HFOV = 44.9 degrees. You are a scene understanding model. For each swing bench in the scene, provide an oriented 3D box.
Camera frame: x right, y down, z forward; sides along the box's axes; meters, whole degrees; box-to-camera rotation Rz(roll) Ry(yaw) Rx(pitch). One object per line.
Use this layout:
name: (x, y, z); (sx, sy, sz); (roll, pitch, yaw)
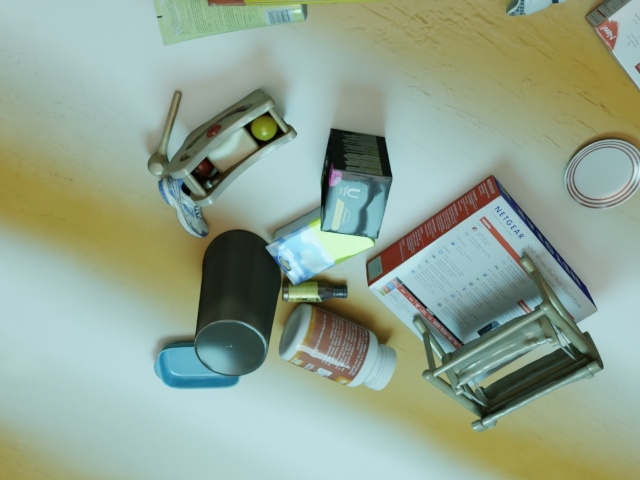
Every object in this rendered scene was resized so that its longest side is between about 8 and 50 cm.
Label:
swing bench: (0.346, 0.209, 1.407); (0.253, 0.165, 0.255); (-34, 117, 19)

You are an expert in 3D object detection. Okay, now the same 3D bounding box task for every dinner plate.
dinner plate: (0.506, -0.118, 1.386); (0.141, 0.017, 0.141); (0, 122, -1)

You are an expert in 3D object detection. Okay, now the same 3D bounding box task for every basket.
basket: (-0.153, 0.124, 1.416); (0.154, 0.227, 0.204); (-4, 121, 2)

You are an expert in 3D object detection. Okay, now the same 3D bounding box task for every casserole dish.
casserole dish: (-0.250, 0.255, 1.610); (0.188, 0.037, 0.114); (-2, 122, 2)

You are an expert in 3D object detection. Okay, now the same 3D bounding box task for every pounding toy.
pounding toy: (-0.189, -0.167, 1.276); (0.269, 0.154, 0.155); (-29, 118, 17)

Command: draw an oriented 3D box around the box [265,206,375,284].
box: (0.000, 0.000, 1.445); (0.178, 0.042, 0.109); (-27, 117, 16)

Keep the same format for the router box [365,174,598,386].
router box: (0.306, 0.090, 1.478); (0.301, 0.082, 0.335); (-36, 116, 20)

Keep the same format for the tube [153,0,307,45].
tube: (-0.143, -0.364, 1.214); (0.240, 0.062, 0.070); (-5, 81, 8)

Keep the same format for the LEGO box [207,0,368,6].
LEGO box: (0.083, -0.505, 0.958); (0.499, 0.193, 0.373); (4, 124, 20)

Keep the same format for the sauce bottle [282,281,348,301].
sauce bottle: (-0.011, 0.100, 1.507); (0.128, 0.042, 0.042); (1, 122, -4)

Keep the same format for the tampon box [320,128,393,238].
tampon box: (0.057, -0.098, 1.314); (0.101, 0.161, 0.121); (8, 121, -5)

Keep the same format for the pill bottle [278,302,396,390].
pill bottle: (0.036, 0.217, 1.535); (0.216, 0.121, 0.121); (25, 119, -14)

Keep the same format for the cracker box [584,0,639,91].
cracker box: (0.557, -0.359, 1.205); (0.232, 0.067, 0.155); (-38, 114, 22)

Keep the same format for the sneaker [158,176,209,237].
sneaker: (-0.235, -0.063, 1.403); (0.058, 0.052, 0.135); (-27, 119, 11)

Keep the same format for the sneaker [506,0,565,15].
sneaker: (0.295, -0.447, 1.145); (0.094, 0.090, 0.235); (-13, 120, 19)
